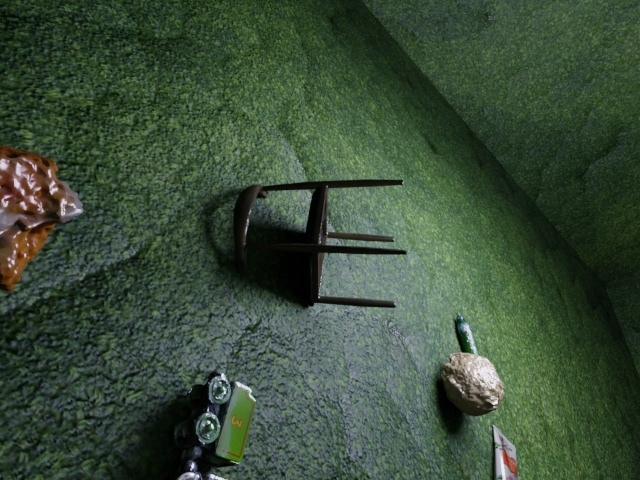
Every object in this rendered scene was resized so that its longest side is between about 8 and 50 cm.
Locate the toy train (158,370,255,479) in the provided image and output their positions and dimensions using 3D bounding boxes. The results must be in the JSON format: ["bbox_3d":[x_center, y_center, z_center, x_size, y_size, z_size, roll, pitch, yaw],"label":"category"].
[{"bbox_3d":[-0.129,0.249,0.449,0.081,0.060,0.202,39,42,-29],"label":"toy train"}]

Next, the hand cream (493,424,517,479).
[{"bbox_3d":[0.383,0.496,0.843,0.080,0.050,0.234,48,32,-4],"label":"hand cream"}]

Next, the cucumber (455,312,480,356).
[{"bbox_3d":[0.361,0.248,1.002,0.037,0.037,0.155,15,53,-40],"label":"cucumber"}]

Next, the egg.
[{"bbox_3d":[0.315,0.298,0.851,0.118,0.116,0.140,40,14,-12],"label":"egg"}]

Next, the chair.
[{"bbox_3d":[0.000,0.000,0.703,0.271,0.166,0.188,4,49,5],"label":"chair"}]

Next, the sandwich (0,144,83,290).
[{"bbox_3d":[-0.357,-0.033,0.325,0.301,0.162,0.251,-10,75,-47],"label":"sandwich"}]
